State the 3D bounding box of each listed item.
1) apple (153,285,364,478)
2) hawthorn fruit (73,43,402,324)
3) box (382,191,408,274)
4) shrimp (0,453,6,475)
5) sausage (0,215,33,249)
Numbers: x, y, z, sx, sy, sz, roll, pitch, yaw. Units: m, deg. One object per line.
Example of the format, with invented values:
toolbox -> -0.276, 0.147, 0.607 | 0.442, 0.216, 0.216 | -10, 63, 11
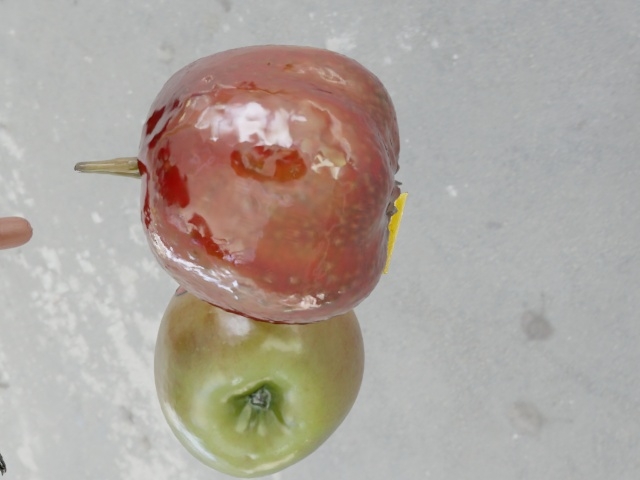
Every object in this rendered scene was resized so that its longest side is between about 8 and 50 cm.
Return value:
apple -> -0.105, 0.192, 1.427 | 0.339, 0.305, 0.338 | 2, 121, 4
hawthorn fruit -> -0.083, -0.061, 0.932 | 0.331, 0.287, 0.287 | 6, 119, -5
box -> 0.000, 0.000, 1.210 | 0.247, 0.129, 0.033 | -13, 140, 43
shrimp -> -0.507, 0.348, 1.378 | 0.161, 0.091, 0.034 | 50, 136, -5
sausage -> -0.612, -0.010, 1.705 | 0.062, 0.154, 0.062 | 13, 108, 45
